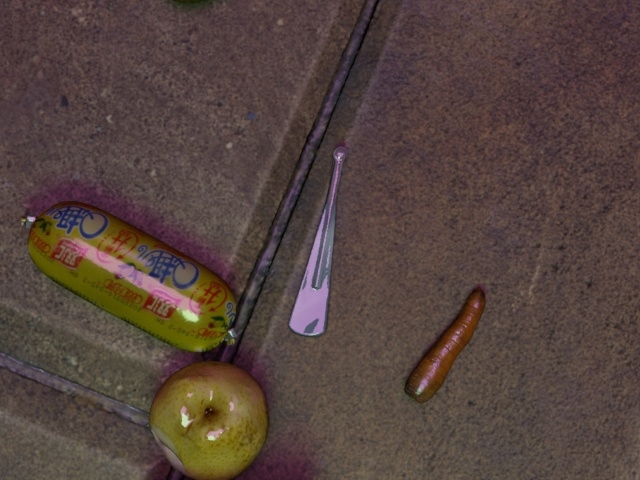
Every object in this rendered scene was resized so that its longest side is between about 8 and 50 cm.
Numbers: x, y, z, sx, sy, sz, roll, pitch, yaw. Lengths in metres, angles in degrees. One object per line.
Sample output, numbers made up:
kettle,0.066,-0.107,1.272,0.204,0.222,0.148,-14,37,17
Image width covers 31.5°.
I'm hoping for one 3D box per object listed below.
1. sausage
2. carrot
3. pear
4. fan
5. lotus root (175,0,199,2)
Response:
sausage,-0.263,0.048,1.581,0.347,0.123,0.123,29,83,0
carrot,0.185,0.149,1.628,0.047,0.047,0.191,35,82,2
pear,-0.151,0.245,1.540,0.177,0.178,0.178,0,83,-3
fan,0.000,0.000,1.650,0.057,0.023,0.282,8,83,7
lotus root,-0.155,-0.414,1.663,0.190,0.094,0.108,-17,118,-10
